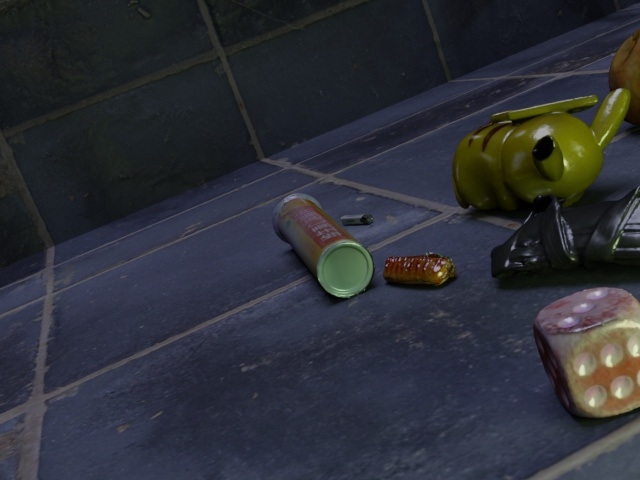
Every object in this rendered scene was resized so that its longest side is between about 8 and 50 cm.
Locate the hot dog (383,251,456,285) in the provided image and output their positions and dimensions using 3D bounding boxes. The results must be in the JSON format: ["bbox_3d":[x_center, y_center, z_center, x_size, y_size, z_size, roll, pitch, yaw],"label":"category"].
[{"bbox_3d":[0.145,0.042,1.245,0.062,0.038,0.144,-30,17,-30],"label":"hot dog"}]

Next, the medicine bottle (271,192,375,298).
[{"bbox_3d":[0.000,0.000,1.475,0.108,0.108,0.426,-23,16,-7],"label":"medicine bottle"}]

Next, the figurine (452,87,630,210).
[{"bbox_3d":[0.355,-0.142,1.358,0.218,0.169,0.327,-32,17,-22],"label":"figurine"}]

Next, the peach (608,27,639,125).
[{"bbox_3d":[0.650,-0.308,1.537,0.235,0.214,0.214,-31,3,45],"label":"peach"}]

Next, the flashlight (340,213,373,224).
[{"bbox_3d":[0.074,-0.043,1.684,0.018,0.018,0.083,-31,17,-32],"label":"flashlight"}]

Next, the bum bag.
[{"bbox_3d":[0.357,-0.018,1.044,0.326,0.079,0.142,-8,40,43],"label":"bum bag"}]

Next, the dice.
[{"bbox_3d":[0.256,0.102,0.767,0.093,0.094,0.091,-22,15,3],"label":"dice"}]

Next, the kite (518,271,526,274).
[{"bbox_3d":[0.348,0.007,1.147,0.183,0.010,0.160,-28,16,-25],"label":"kite"}]
